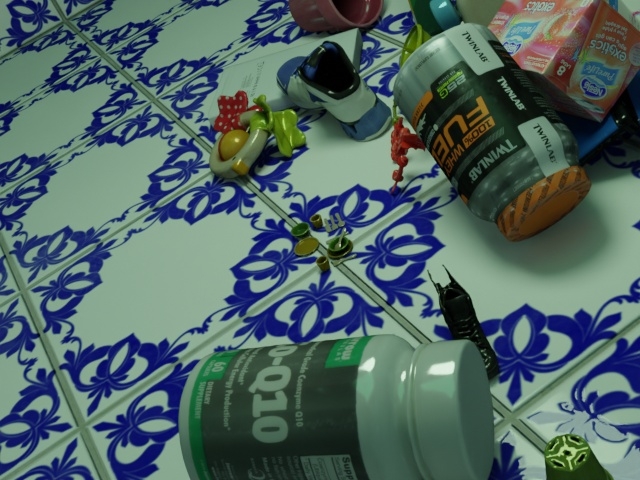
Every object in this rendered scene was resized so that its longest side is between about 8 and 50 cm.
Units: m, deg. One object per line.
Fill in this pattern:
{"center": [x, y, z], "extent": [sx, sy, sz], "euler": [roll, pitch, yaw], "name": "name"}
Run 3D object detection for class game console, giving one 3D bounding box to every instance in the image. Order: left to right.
{"center": [0.514, -0.212, 1.541], "extent": [0.250, 0.173, 0.293], "euler": [-44, 24, 32], "name": "game console"}

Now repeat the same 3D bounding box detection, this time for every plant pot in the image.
{"center": [0.026, -0.600, 2.217], "extent": [0.180, 0.201, 0.201], "euler": [-9, 35, 48], "name": "plant pot"}
{"center": [0.289, 0.263, 1.024], "extent": [0.083, 0.079, 0.083], "euler": [-17, 35, 12], "name": "plant pot"}

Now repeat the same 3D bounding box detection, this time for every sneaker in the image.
{"center": [0.009, -0.343, 1.849], "extent": [0.127, 0.182, 0.315], "euler": [-44, 45, -7], "name": "sneaker"}
{"center": [0.198, 0.114, 1.263], "extent": [0.051, 0.089, 0.170], "euler": [-23, 35, 4], "name": "sneaker"}

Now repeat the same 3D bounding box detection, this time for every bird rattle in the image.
{"center": [-0.171, -0.227, 1.907], "extent": [0.253, 0.143, 0.207], "euler": [14, 67, 46], "name": "bird rattle"}

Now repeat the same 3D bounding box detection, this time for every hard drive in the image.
{"center": [-0.078, -0.382, 2.109], "extent": [0.352, 0.047, 0.233], "euler": [-13, 37, 18], "name": "hard drive"}

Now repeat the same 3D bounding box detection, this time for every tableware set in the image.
{"center": [0.000, 0.000, 1.590], "extent": [0.104, 0.024, 0.154], "euler": [-24, 36, 3], "name": "tableware set"}

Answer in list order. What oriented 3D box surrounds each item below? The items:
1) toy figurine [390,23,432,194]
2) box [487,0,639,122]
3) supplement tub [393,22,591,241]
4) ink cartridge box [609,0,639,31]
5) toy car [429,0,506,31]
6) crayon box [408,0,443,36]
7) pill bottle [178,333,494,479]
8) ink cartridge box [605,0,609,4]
{"center": [0.253, -0.242, 1.690], "extent": [0.217, 0.191, 0.363], "euler": [8, 42, -1], "name": "toy figurine"}
{"center": [0.392, -0.316, 1.514], "extent": [0.154, 0.142, 0.300], "euler": [-55, 21, 6], "name": "box"}
{"center": [0.268, -0.166, 1.402], "extent": [0.193, 0.194, 0.316], "euler": [-30, 67, -6], "name": "supplement tub"}
{"center": [0.603, -0.375, 1.541], "extent": [0.134, 0.078, 0.231], "euler": [-17, 43, 3], "name": "ink cartridge box"}
{"center": [0.360, -0.489, 1.861], "extent": [0.219, 0.210, 0.238], "euler": [-28, 21, 17], "name": "toy car"}
{"center": [0.214, -0.648, 2.028], "extent": [0.083, 0.323, 0.203], "euler": [-15, 37, 15], "name": "crayon box"}
{"center": [0.023, 0.226, 1.131], "extent": [0.360, 0.204, 0.204], "euler": [-9, 38, 22], "name": "pill bottle"}
{"center": [0.560, -0.559, 1.935], "extent": [0.180, 0.056, 0.225], "euler": [-7, 41, 24], "name": "ink cartridge box"}
